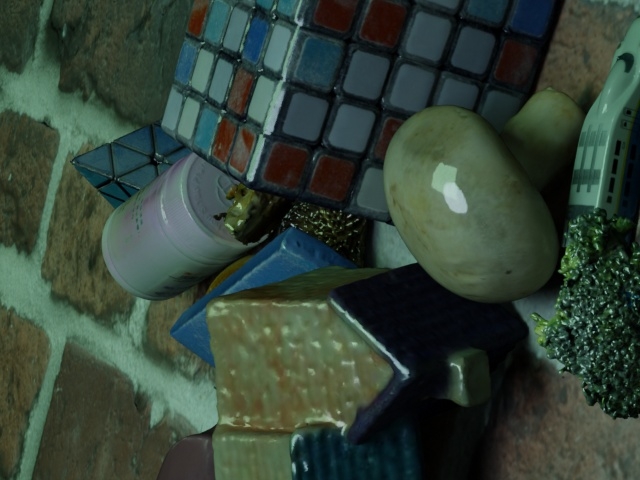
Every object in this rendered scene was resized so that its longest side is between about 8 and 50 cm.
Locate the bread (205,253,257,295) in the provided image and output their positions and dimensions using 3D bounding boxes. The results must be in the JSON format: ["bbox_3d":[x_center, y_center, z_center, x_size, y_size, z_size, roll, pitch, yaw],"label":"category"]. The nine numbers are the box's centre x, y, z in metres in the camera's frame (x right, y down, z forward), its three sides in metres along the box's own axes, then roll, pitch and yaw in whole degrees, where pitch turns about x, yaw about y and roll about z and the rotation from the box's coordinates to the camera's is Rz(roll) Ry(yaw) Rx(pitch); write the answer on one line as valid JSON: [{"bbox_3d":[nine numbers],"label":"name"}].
[{"bbox_3d":[-0.088,0.074,2.209,0.189,0.077,0.114,-14,47,61],"label":"bread"}]

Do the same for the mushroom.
[{"bbox_3d":[0.159,-0.045,1.691,0.206,0.209,0.206,23,132,29],"label":"mushroom"}]

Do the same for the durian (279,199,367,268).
[{"bbox_3d":[0.000,0.000,2.055,0.148,0.091,0.188,-65,31,19],"label":"durian"}]

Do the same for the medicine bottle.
[{"bbox_3d":[-0.174,-0.023,2.327,0.254,0.152,0.152,-29,54,55],"label":"medicine bottle"}]

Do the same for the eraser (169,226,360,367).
[{"bbox_3d":[-0.052,0.086,2.056,0.312,0.144,0.042,-38,20,53],"label":"eraser"}]

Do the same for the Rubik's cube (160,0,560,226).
[{"bbox_3d":[0.033,-0.191,1.860,0.287,0.293,0.292,34,107,61],"label":"Rubik's cube"}]

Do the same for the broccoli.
[{"bbox_3d":[0.256,0.063,1.533,0.154,0.167,0.160,-45,-2,-6],"label":"broccoli"}]

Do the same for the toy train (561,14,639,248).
[{"bbox_3d":[0.274,-0.102,1.626,0.052,0.051,0.234,4,83,58],"label":"toy train"}]

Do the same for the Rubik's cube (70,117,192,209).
[{"bbox_3d":[-0.204,-0.096,2.518,0.178,0.211,0.190,29,80,39],"label":"Rubik's cube"}]

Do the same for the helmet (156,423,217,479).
[{"bbox_3d":[-0.090,0.352,1.971,0.271,0.197,0.338,-28,54,53],"label":"helmet"}]

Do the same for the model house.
[{"bbox_3d":[0.063,0.181,1.741,0.280,0.245,0.312,-4,94,40],"label":"model house"}]

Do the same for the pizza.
[{"bbox_3d":[-0.058,-0.065,2.107,0.226,0.069,0.147,-44,-8,-27],"label":"pizza"}]
